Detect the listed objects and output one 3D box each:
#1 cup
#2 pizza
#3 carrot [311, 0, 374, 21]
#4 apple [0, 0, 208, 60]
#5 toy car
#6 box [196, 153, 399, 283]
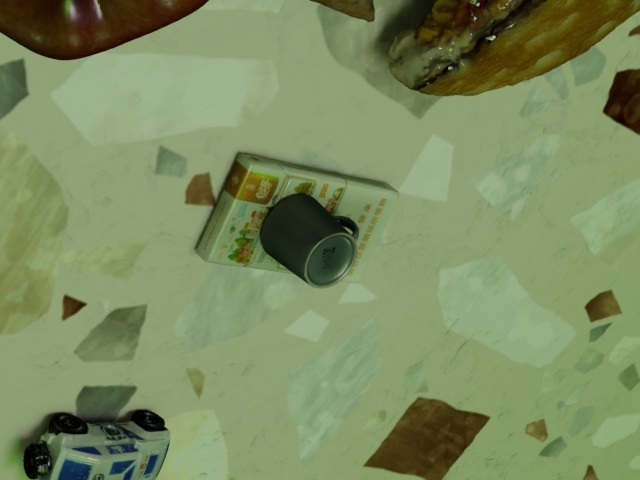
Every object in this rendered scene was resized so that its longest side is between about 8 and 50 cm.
[{"bbox_3d":[0.000,0.000,1.655,0.100,0.077,0.078,-18,129,-30],"label":"cup"},{"bbox_3d":[0.248,-0.272,1.652,0.409,0.114,0.278,-32,158,-13],"label":"pizza"},{"bbox_3d":[-0.012,-0.282,1.481,0.102,0.102,0.263,-48,138,0],"label":"carrot"},{"bbox_3d":[-0.182,-0.288,1.194,0.288,0.317,0.288,-3,121,-6],"label":"apple"},{"bbox_3d":[-0.237,0.233,1.684,0.170,0.070,0.080,3,118,-41],"label":"toy car"},{"bbox_3d":[-0.021,-0.021,1.704,0.220,0.032,0.122,10,113,-42],"label":"box"}]
